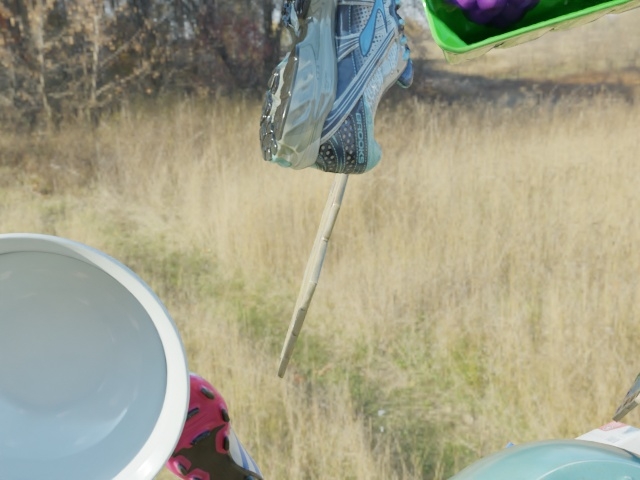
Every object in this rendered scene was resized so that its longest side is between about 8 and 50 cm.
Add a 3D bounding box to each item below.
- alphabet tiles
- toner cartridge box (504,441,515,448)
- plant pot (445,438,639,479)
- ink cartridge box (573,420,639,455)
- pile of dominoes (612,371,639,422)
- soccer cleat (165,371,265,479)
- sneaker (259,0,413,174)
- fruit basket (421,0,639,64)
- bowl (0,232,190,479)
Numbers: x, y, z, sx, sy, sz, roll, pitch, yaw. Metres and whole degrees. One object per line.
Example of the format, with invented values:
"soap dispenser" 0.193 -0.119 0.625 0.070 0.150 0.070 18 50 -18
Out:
"alphabet tiles" 0.000 0.000 0.870 0.011 0.343 0.285 16 53 -2
"toner cartridge box" 0.330 0.555 1.301 0.347 0.075 0.165 -39 38 -28
"plant pot" 0.202 0.294 0.553 0.292 0.235 0.293 0 58 0
"ink cartridge box" 0.462 0.390 1.201 0.198 0.067 0.115 -23 -4 -4
"pile of dominoes" 0.445 0.114 0.890 0.040 0.251 0.196 33 67 20
"soccer cleat" -0.184 0.306 1.042 0.116 0.331 0.143 -36 38 -22
"sneaker" 0.029 -0.194 0.650 0.122 0.283 0.110 15 -4 -22
"fruit basket" 0.271 -0.396 0.788 0.391 0.283 0.392 -16 -7 -2
"bowl" -0.284 0.130 0.702 0.297 0.298 0.134 -6 11 -12
